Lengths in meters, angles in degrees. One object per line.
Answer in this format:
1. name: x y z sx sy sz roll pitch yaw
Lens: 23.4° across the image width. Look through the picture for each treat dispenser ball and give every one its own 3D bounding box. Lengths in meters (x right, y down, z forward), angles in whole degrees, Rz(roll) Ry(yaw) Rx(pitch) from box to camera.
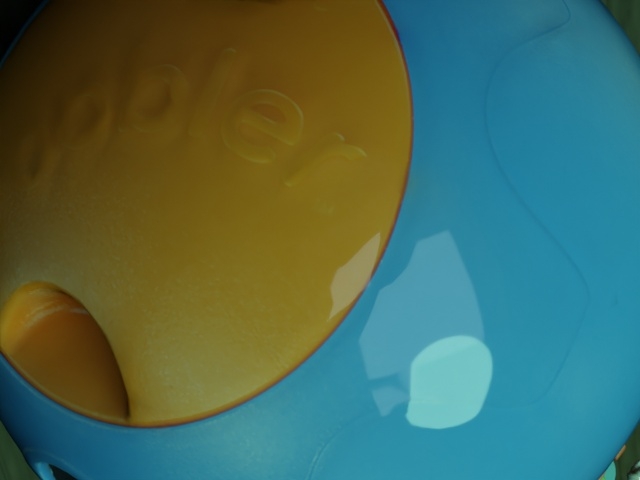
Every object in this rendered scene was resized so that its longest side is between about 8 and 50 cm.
1. treat dispenser ball: 0.000 0.000 0.620 0.288 0.288 0.288 -11 114 -26

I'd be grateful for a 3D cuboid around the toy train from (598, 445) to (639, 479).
1. toy train: 0.156 0.074 0.857 0.125 0.046 0.166 -8 89 -15
